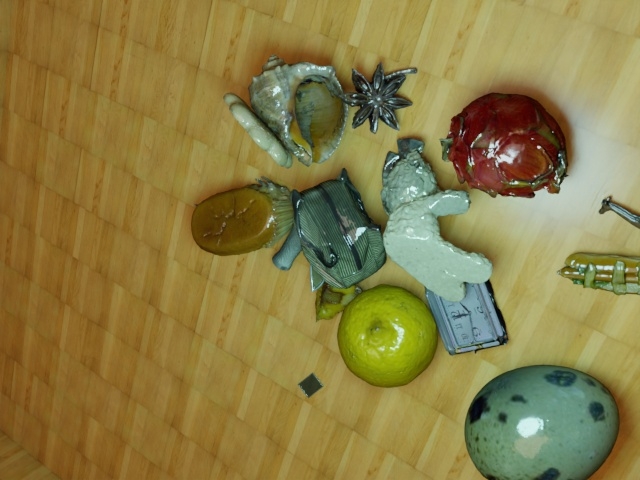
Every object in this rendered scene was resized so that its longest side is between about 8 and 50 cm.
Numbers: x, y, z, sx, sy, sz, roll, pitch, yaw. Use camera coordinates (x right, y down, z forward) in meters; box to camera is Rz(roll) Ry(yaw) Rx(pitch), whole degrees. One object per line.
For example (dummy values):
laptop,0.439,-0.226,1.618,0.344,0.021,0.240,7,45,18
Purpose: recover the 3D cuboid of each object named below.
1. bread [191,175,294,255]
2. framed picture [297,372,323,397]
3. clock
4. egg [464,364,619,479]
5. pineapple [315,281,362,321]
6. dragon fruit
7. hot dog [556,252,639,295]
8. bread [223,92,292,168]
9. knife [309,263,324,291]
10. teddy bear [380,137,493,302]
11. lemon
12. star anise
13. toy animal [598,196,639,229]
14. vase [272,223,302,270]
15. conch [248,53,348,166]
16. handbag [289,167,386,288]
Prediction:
bread,-0.275,-0.068,2.098,0.388,0.183,0.236,-17,92,31
framed picture,-0.036,0.534,2.224,0.066,0.006,0.089,50,120,9
clock,0.445,0.221,1.838,0.186,0.083,0.253,-19,93,31
egg,0.608,0.520,1.678,0.428,0.345,0.345,-40,83,27
pineapple,0.075,0.146,2.025,0.164,0.140,0.250,2,127,-13
dragon fruit,0.486,-0.248,1.591,0.342,0.277,0.278,10,107,28
hot dog,0.781,0.091,1.624,0.269,0.072,0.109,4,120,28
bread,-0.196,-0.355,1.931,0.054,0.316,0.316,-41,81,6
knife,-0.001,0.000,1.976,0.061,0.027,0.343,6,80,-10
teddy bear,0.331,-0.077,1.768,0.375,0.362,0.327,29,142,-7
lemon,0.205,0.293,1.847,0.335,0.336,0.336,7,106,27
star anise,0.175,-0.428,1.795,0.262,0.081,0.230,-43,96,-5
toy animal,0.857,-0.025,1.559,0.230,0.066,0.224,57,151,-12
vase,-0.086,0.007,2.069,0.096,0.096,0.219,43,121,12
conch,-0.052,-0.424,1.885,0.296,0.210,0.352,-18,115,21
handbag,0.052,-0.043,1.824,0.247,0.240,0.341,-25,70,-10
